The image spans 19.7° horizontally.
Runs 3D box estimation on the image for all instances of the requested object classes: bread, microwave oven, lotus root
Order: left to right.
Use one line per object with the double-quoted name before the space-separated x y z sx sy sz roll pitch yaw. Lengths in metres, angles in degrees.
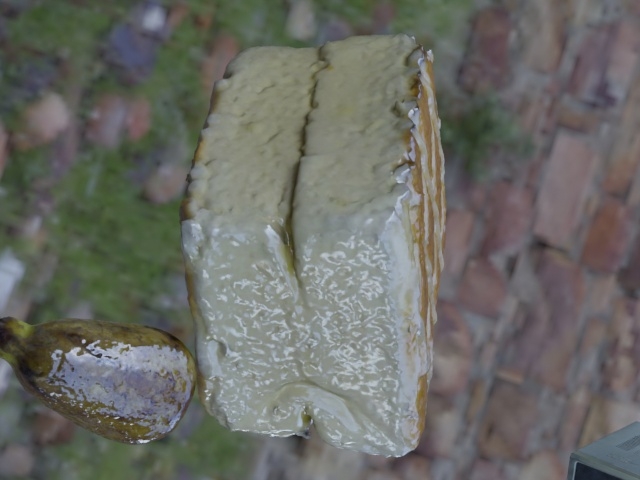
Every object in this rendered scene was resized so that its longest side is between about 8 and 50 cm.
"lotus root" -0.189 0.109 1.520 0.190 0.094 0.108 19 121 -38
"bread" 0.000 0.000 2.103 0.371 0.279 0.390 -83 173 -48
"microwave oven" 0.461 0.351 2.384 0.194 0.240 0.145 -12 114 -48
